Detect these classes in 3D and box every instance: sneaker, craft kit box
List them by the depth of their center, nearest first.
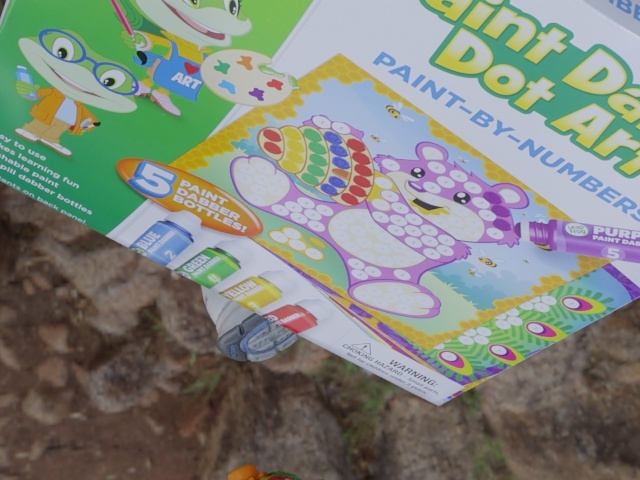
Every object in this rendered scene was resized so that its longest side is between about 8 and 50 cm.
[{"bbox_3d":[0.009,-0.046,0.416,0.249,0.061,0.246,28,144,-13],"label":"craft kit box"},{"bbox_3d":[0.000,0.000,1.196,0.297,0.129,0.111,-30,147,-5],"label":"sneaker"}]

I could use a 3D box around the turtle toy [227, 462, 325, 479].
[{"bbox_3d":[-0.028,0.177,0.660,0.095,0.130,0.066,12,117,-1],"label":"turtle toy"}]
